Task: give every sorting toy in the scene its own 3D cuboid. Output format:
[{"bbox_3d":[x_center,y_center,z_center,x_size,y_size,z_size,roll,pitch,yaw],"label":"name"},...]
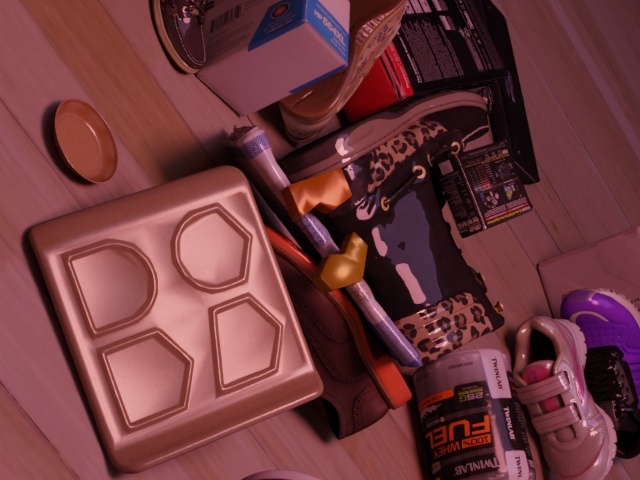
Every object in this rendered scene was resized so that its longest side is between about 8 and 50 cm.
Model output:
[{"bbox_3d":[-0.087,0.051,1.326,0.307,0.041,0.229,-20,85,-30],"label":"sorting toy"}]

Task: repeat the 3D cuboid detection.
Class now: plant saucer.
[{"bbox_3d":[-0.218,-0.089,1.354,0.083,0.015,0.083,39,40,-42],"label":"plant saucer"}]

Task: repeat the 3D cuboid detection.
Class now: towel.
[{"bbox_3d":[0.000,0.000,1.498,0.285,0.034,0.209,53,-4,-7],"label":"towel"}]

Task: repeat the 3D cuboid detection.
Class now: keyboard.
[{"bbox_3d":[0.262,-0.246,2.253,0.201,0.033,0.317,34,42,-54],"label":"keyboard"}]

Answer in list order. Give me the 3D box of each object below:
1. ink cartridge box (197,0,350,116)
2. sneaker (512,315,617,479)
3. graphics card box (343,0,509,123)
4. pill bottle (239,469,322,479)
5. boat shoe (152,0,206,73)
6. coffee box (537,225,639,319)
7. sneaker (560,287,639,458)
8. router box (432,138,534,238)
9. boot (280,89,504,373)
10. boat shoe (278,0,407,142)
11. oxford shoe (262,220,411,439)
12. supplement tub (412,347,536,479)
[{"bbox_3d":[-0.047,-0.257,1.620,0.086,0.148,0.203,41,39,-37],"label":"ink cartridge box"},{"bbox_3d":[0.306,0.208,1.952,0.111,0.103,0.252,28,39,-47],"label":"sneaker"},{"bbox_3d":[0.103,-0.286,1.940,0.371,0.094,0.233,-22,86,-60],"label":"graphics card box"},{"bbox_3d":[-0.042,0.311,1.265,0.119,0.119,0.209,49,34,-30],"label":"pill bottle"},{"bbox_3d":[-0.145,-0.251,1.552,0.056,0.049,0.152,-2,73,-60],"label":"boat shoe"},{"bbox_3d":[0.474,0.064,2.252,0.297,0.168,0.119,4,67,-59],"label":"coffee box"},{"bbox_3d":[0.410,0.198,2.087,0.293,0.102,0.146,60,34,-37],"label":"sneaker"},{"bbox_3d":[0.189,-0.061,1.717,0.122,0.038,0.092,-19,86,-53],"label":"router box"},{"bbox_3d":[0.126,-0.019,1.756,0.377,0.138,0.284,-23,89,-57],"label":"boot"},{"bbox_3d":[0.028,-0.242,1.708,0.104,0.089,0.285,29,67,9],"label":"boat shoe"},{"bbox_3d":[-0.011,0.093,1.469,0.271,0.098,0.097,54,-7,-27],"label":"oxford shoe"},{"bbox_3d":[0.178,0.228,1.693,0.117,0.117,0.190,19,54,-54],"label":"supplement tub"}]
